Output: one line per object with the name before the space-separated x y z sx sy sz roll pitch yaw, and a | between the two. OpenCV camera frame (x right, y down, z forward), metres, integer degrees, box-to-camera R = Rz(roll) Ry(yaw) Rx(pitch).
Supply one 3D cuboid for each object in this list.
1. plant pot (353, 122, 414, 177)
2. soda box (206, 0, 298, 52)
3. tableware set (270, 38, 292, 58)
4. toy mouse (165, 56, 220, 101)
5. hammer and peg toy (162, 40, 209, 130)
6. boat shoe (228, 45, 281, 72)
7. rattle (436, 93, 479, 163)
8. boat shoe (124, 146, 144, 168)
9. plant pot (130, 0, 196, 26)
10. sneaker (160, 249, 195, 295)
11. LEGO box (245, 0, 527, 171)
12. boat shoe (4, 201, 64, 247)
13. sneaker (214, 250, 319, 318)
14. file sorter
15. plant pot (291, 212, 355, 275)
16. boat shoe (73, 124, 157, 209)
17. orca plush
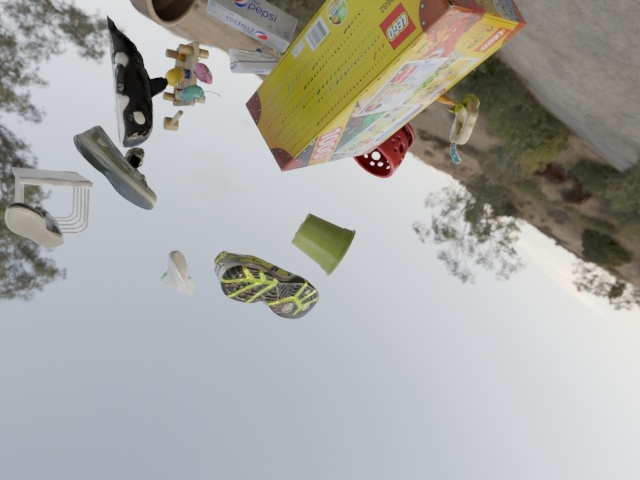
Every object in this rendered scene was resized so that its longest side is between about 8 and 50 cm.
plant pot | 0.223 -0.345 1.585 0.191 0.174 0.191 33 161 13
soda box | -0.227 -0.751 1.494 0.286 0.098 0.091 22 171 -17
tableware set | -0.165 -0.795 1.755 0.154 0.103 0.024 64 177 -18
toy mouse | -0.310 -0.395 1.104 0.143 0.031 0.161 29 -114 5
hammer and peg toy | -0.582 -0.653 1.925 0.127 0.362 0.265 0 -168 -35
boat shoe | -0.199 -0.625 1.540 0.095 0.084 0.258 2 -165 43
rattle | 0.343 -0.306 1.223 0.142 0.200 0.130 -4 -117 -10
boat shoe | -0.783 -0.337 1.881 0.073 0.080 0.224 -6 -152 8
plant pot | -0.388 -0.630 0.943 0.229 0.263 0.263 26 -157 0
sneaker | -0.485 0.114 1.472 0.094 0.212 0.080 1 -132 2
LEGO box | 0.129 -0.385 0.991 0.372 0.500 0.193 -22 -99 -45
boat shoe | -0.687 -0.048 1.072 0.075 0.206 0.065 -16 -110 -9
sneaker | -0.149 0.121 1.337 0.384 0.145 0.147 33 -170 -44
file sorter | -0.871 -0.130 1.444 0.192 0.173 0.277 -1 -167 -38
plant pot | 0.000 0.000 2.270 0.253 0.276 0.276 31 -157 -6
boat shoe | -0.638 -0.233 1.432 0.320 0.118 0.103 43 -123 -3
orca plush | -0.365 -0.316 0.906 0.102 0.151 0.287 -5 -125 -26
